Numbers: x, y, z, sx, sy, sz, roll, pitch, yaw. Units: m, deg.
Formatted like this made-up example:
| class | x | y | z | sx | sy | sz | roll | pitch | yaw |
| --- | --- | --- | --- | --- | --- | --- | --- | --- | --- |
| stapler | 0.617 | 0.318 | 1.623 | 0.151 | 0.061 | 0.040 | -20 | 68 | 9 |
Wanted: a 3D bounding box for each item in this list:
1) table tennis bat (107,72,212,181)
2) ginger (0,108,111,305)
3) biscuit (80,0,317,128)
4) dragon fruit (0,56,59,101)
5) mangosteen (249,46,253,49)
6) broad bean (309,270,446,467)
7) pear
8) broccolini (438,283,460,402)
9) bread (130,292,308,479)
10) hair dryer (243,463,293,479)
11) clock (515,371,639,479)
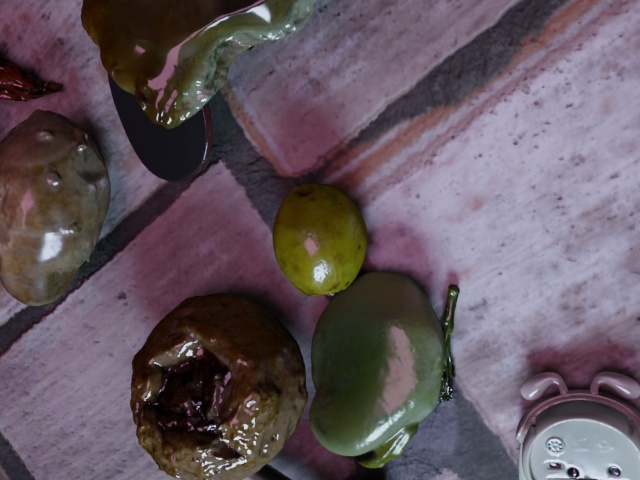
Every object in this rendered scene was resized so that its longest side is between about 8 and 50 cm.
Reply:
| class | x | y | z | sx | sy | sz | roll | pitch | yaw |
| --- | --- | --- | --- | --- | --- | --- | --- | --- | --- |
| table tennis bat | -0.213 | -0.213 | 0.848 | 0.173 | 0.022 | 0.301 | -14 | 98 | 45 |
| ginger | -0.415 | -0.046 | 0.924 | 0.304 | 0.155 | 0.244 | 4 | 107 | 20 |
| biscuit | -0.105 | -0.274 | 0.725 | 0.330 | 0.078 | 0.334 | 7 | 81 | 16 |
| dragon fruit | -0.434 | -0.219 | 0.930 | 0.191 | 0.094 | 0.094 | 4 | 105 | 11 |
| mangosteen | -0.113 | -0.236 | 0.798 | 0.081 | 0.081 | 0.080 | 6 | 106 | 20 |
| broad bean | 0.062 | 0.149 | 0.817 | 0.169 | 0.100 | 0.227 | 2 | 98 | 36 |
| pear | 0.000 | 0.000 | 0.806 | 0.107 | 0.107 | 0.131 | -8 | 106 | 23 |
| broccolini | 0.148 | 0.119 | 0.820 | 0.035 | 0.030 | 0.139 | 5 | 100 | -17 |
| bread | -0.129 | 0.173 | 0.852 | 0.230 | 0.123 | 0.229 | -7 | 71 | 22 |
| hair dryer | -0.074 | 0.385 | 0.960 | 0.321 | 0.156 | 0.284 | 17 | 130 | 30 |
| clock | 0.286 | 0.234 | 0.775 | 0.152 | 0.062 | 0.190 | -6 | 101 | 23 |
